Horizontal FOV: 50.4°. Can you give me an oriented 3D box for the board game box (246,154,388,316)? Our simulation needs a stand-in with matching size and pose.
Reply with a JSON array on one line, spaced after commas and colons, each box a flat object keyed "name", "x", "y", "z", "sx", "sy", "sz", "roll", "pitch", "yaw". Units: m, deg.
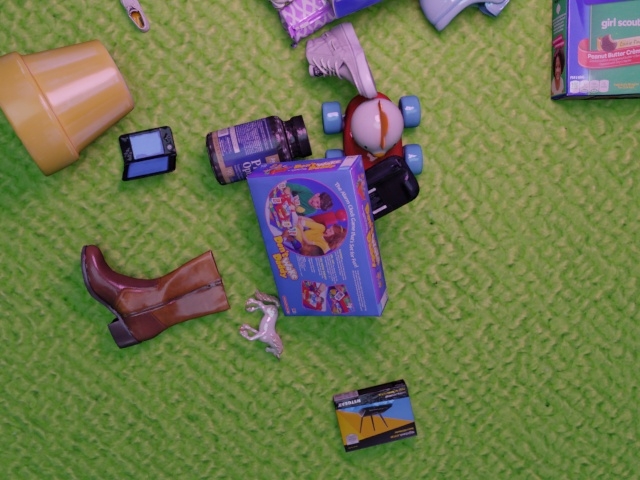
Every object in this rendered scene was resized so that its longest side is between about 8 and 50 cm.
[{"name": "board game box", "x": 0.000, "y": 0.000, "z": 1.466, "sx": 0.233, "sy": 0.078, "sz": 0.347, "roll": -2, "pitch": 117, "yaw": 22}]

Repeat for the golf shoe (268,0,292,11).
[{"name": "golf shoe", "x": -0.127, "y": -0.578, "z": 1.468, "sx": 0.176, "sy": 0.086, "sz": 0.069, "roll": 41, "pitch": 82, "yaw": 22}]

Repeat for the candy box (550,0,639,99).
[{"name": "candy box", "x": 0.660, "y": -0.480, "z": 1.512, "sx": 0.268, "sy": 0.122, "sz": 0.317, "roll": -2, "pitch": 95, "yaw": -1}]

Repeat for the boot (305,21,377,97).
[{"name": "boot", "x": 0.039, "y": -0.370, "z": 1.458, "sx": 0.123, "sy": 0.258, "sz": 0.095, "roll": -21, "pitch": 132, "yaw": 7}]

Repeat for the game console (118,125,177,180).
[{"name": "game console", "x": -0.391, "y": -0.197, "z": 1.529, "sx": 0.122, "sy": 0.071, "sz": 0.107, "roll": -11, "pitch": 97, "yaw": -1}]

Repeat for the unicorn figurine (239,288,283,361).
[{"name": "unicorn figurine", "x": -0.131, "y": 0.204, "z": 1.590, "sx": 0.111, "sy": 0.060, "sz": 0.162, "roll": 14, "pitch": 96, "yaw": -3}]

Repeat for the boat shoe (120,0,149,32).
[{"name": "boat shoe", "x": -0.415, "y": -0.511, "z": 1.511, "sx": 0.035, "sy": 0.035, "sz": 0.100, "roll": -27, "pitch": 97, "yaw": 1}]

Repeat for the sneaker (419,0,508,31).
[{"name": "sneaker", "x": 0.391, "y": -0.578, "z": 1.497, "sx": 0.366, "sy": 0.135, "sz": 0.150, "roll": -23, "pitch": 105, "yaw": 9}]

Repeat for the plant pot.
[{"name": "plant pot", "x": -0.540, "y": -0.301, "z": 1.440, "sx": 0.239, "sy": 0.254, "sz": 0.254, "roll": -31, "pitch": 97, "yaw": -15}]

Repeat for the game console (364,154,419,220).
[{"name": "game console", "x": 0.059, "y": -0.053, "z": 1.487, "sx": 0.361, "sy": 0.044, "sz": 0.213, "roll": -28, "pitch": 105, "yaw": 32}]

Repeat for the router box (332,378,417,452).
[{"name": "router box", "x": 0.131, "y": 0.420, "z": 1.631, "sx": 0.179, "sy": 0.046, "sz": 0.133, "roll": -13, "pitch": 97, "yaw": -1}]

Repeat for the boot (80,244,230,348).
[{"name": "boot", "x": -0.376, "y": 0.088, "z": 1.551, "sx": 0.280, "sy": 0.096, "sz": 0.264, "roll": -22, "pitch": 96, "yaw": 0}]

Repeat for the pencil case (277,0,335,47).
[{"name": "pencil case", "x": 0.004, "y": -0.517, "z": 1.498, "sx": 0.206, "sy": 0.088, "sz": 0.086, "roll": -34, "pitch": 116, "yaw": 1}]

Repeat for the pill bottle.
[{"name": "pill bottle", "x": -0.135, "y": -0.207, "z": 1.512, "sx": 0.219, "sy": 0.123, "sz": 0.123, "roll": -15, "pitch": 97, "yaw": 0}]

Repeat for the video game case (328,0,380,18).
[{"name": "video game case", "x": 0.112, "y": -0.616, "z": 1.440, "sx": 0.269, "sy": 0.061, "sz": 0.244, "roll": -22, "pitch": 60, "yaw": 0}]

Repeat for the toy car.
[{"name": "toy car", "x": 0.119, "y": -0.222, "z": 1.462, "sx": 0.219, "sy": 0.238, "sz": 0.210, "roll": -4, "pitch": 97, "yaw": -1}]
